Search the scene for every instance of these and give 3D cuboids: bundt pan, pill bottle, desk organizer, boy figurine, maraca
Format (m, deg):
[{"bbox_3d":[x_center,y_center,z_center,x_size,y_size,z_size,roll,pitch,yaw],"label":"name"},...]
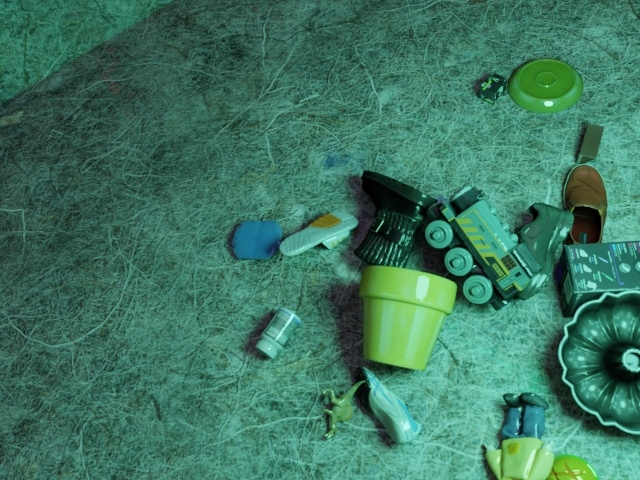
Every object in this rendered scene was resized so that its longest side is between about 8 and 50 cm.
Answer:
[{"bbox_3d":[0.737,0.289,1.382,0.331,0.124,0.330,-4,76,15],"label":"bundt pan"},{"bbox_3d":[-0.123,0.264,1.644,0.078,0.078,0.137,27,70,25],"label":"pill bottle"},{"bbox_3d":[0.826,-0.294,1.767,0.050,0.047,0.130,17,66,18],"label":"desk organizer"},{"bbox_3d":[0.458,0.505,1.350,0.177,0.092,0.285,-15,43,46],"label":"boy figurine"},{"bbox_3d":[0.556,0.579,1.303,0.127,0.099,0.185,19,87,41],"label":"maraca"}]

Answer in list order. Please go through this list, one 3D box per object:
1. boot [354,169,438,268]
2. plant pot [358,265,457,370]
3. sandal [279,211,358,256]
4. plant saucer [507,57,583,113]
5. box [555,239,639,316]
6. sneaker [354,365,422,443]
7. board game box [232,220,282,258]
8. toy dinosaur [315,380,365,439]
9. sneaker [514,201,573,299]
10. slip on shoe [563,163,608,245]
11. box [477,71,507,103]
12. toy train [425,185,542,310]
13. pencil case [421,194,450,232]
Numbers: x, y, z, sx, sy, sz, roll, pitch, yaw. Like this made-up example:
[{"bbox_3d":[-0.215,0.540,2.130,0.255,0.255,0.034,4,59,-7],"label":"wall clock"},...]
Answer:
[{"bbox_3d":[0.181,-0.058,1.727,0.260,0.131,0.348,-66,27,9],"label":"boot"},{"bbox_3d":[0.215,0.210,1.517,0.254,0.254,0.238,8,79,17],"label":"plant pot"},{"bbox_3d":[-0.006,-0.005,1.770,0.265,0.076,0.102,-26,43,-19],"label":"sandal"},{"bbox_3d":[0.751,-0.527,1.923,0.241,0.037,0.240,-6,60,10],"label":"plant saucer"},{"bbox_3d":[0.768,0.100,1.485,0.271,0.165,0.143,-5,60,11],"label":"box"},{"bbox_3d":[0.170,0.422,1.498,0.086,0.085,0.237,-9,43,-35],"label":"sneaker"},{"bbox_3d":[-0.197,0.003,1.838,0.169,0.033,0.133,0,66,18],"label":"board game box"},{"bbox_3d":[0.049,0.431,1.526,0.093,0.053,0.183,29,88,20],"label":"toy dinosaur"},{"bbox_3d":[0.580,0.026,1.578,0.130,0.109,0.286,25,75,5],"label":"sneaker"},{"bbox_3d":[0.753,-0.086,1.634,0.123,0.101,0.331,7,61,18],"label":"slip on shoe"},{"bbox_3d":[0.580,-0.513,1.945,0.062,0.052,0.083,34,72,27],"label":"box"},{"bbox_3d":[0.422,0.017,1.516,0.190,0.142,0.333,-40,77,31],"label":"toy train"},{"bbox_3d":[0.417,-0.022,1.667,0.273,0.113,0.124,35,100,27],"label":"pencil case"}]
